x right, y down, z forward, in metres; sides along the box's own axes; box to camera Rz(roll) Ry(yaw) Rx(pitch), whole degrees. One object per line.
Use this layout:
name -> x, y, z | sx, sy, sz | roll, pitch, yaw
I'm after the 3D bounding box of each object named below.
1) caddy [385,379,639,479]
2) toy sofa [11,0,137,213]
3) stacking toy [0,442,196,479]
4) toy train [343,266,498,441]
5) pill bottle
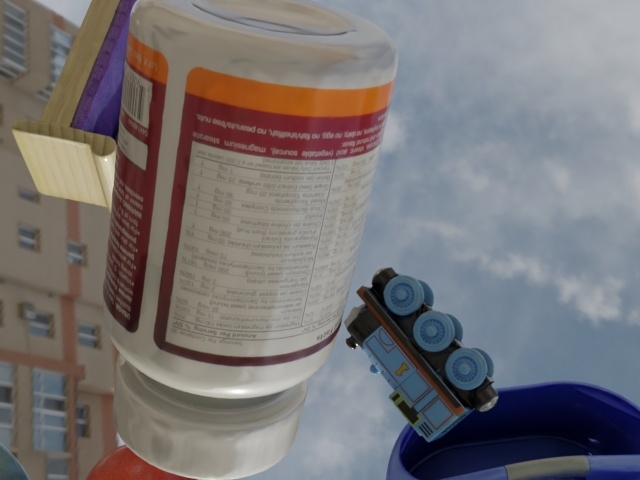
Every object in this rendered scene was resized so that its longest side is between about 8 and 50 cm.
caddy -> 0.242, 0.290, 1.006 | 0.341, 0.179, 0.241 | -6, -126, -6
toy sofa -> -0.218, -0.218, 1.069 | 0.177, 0.150, 0.362 | 13, -117, 1
stacking toy -> -0.234, 0.287, 0.770 | 0.309, 0.130, 0.279 | 3, -63, 24
toy train -> 0.100, 0.116, 0.914 | 0.105, 0.080, 0.184 | -43, -108, 9
pill bottle -> -0.042, -0.002, 0.430 | 0.121, 0.121, 0.221 | 32, -58, 37
